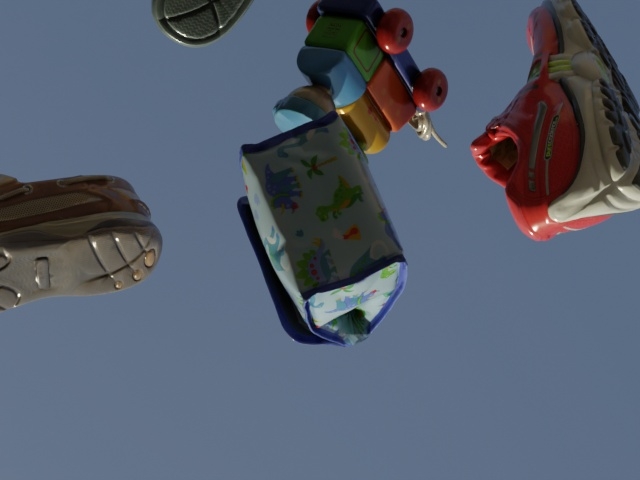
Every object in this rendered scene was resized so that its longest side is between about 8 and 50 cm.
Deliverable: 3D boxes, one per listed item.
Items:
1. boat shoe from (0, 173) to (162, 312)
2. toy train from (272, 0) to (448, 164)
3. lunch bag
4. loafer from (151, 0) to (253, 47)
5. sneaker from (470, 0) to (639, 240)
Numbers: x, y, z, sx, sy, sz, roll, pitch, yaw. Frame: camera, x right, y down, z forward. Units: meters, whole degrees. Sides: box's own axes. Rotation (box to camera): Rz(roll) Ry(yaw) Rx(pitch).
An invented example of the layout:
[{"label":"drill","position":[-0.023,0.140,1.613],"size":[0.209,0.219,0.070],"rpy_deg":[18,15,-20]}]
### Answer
[{"label":"boat shoe","position":[-0.327,-0.002,1.581],"size":[0.324,0.123,0.116],"rpy_deg":[-4,-131,-18]},{"label":"toy train","position":[0.050,-0.108,1.502],"size":[0.105,0.248,0.143],"rpy_deg":[15,-115,37]},{"label":"lunch bag","position":[0.000,0.000,1.133],"size":[0.096,0.151,0.129],"rpy_deg":[-21,-109,-4]},{"label":"loafer","position":[-0.042,-0.274,1.239],"size":[0.267,0.096,0.084],"rpy_deg":[-47,-155,11]},{"label":"sneaker","position":[0.163,-0.094,1.147],"size":[0.118,0.279,0.107],"rpy_deg":[-28,-66,17]}]
